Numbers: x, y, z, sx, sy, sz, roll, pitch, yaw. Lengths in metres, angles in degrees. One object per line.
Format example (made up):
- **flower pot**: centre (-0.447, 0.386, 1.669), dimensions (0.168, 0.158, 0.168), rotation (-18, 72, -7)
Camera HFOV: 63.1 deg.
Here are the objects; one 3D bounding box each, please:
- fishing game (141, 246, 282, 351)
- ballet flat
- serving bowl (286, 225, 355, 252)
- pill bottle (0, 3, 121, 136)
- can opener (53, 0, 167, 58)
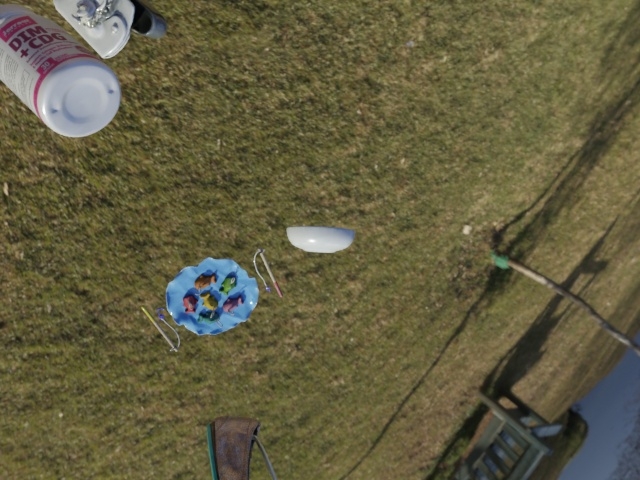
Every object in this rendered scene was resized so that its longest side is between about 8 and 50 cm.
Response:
- **fishing game**: centre (-0.212, 0.117, 1.040), dimensions (0.264, 0.041, 0.189), rotation (-24, 124, -6)
- **ballet flat**: centre (-0.110, 0.416, 0.784), dimensions (0.106, 0.316, 0.107), rotation (-3, 147, -13)
- **serving bowl**: centre (0.000, 0.000, 0.629), dimensions (0.083, 0.083, 0.027), rotation (5, 85, -41)
- **pill bottle**: centre (-0.539, -0.341, 1.025), dimensions (0.160, 0.283, 0.160), rotation (-41, 155, -23)
- **can opener**: centre (-0.308, -0.323, 0.627), dimensions (0.074, 0.280, 0.093), rotation (-50, 171, 21)
